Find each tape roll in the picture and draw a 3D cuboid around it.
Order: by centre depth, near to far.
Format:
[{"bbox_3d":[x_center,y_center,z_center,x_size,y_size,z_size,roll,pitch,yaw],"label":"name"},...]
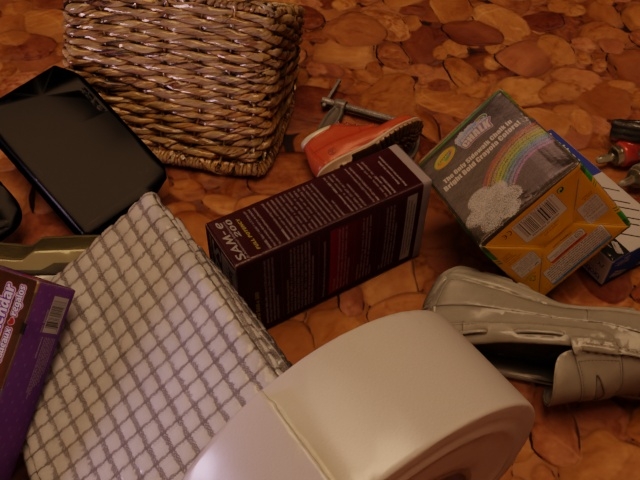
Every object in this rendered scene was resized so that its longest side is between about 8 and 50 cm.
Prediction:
[{"bbox_3d":[0.027,0.188,0.601,0.286,0.286,0.100,-28,56,-22],"label":"tape roll"}]

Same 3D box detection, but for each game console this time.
[{"bbox_3d":[-0.376,-0.041,0.913,0.361,0.044,0.213,-40,80,-21],"label":"game console"}]

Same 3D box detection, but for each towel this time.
[{"bbox_3d":[-0.152,0.132,0.708,0.235,0.121,0.283,-43,56,2],"label":"towel"}]

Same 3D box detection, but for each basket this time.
[{"bbox_3d":[-0.183,-0.230,1.076,0.299,0.223,0.213,9,18,6],"label":"basket"}]

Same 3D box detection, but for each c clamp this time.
[{"bbox_3d":[0.065,-0.160,1.067,0.161,0.022,0.137,22,54,16],"label":"c clamp"}]

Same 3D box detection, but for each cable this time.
[{"bbox_3d":[0.496,-0.120,1.040,0.287,0.072,0.139,-8,32,-23],"label":"cable"}]

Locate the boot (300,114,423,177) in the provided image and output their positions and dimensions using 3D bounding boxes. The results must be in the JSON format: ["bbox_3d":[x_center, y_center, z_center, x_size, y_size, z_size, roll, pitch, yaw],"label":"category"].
[{"bbox_3d":[0.052,-0.132,1.007,0.158,0.059,0.084,-27,57,-10],"label":"boot"}]

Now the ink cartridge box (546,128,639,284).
[{"bbox_3d":[0.312,-0.046,0.961,0.097,0.046,0.207,-23,53,-21],"label":"ink cartridge box"}]

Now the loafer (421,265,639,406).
[{"bbox_3d":[0.253,0.120,0.785,0.320,0.112,0.111,13,55,20],"label":"loafer"}]

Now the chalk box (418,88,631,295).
[{"bbox_3d":[0.211,-0.064,0.878,0.132,0.132,0.213,-42,38,14],"label":"chalk box"}]

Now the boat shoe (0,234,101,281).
[{"bbox_3d":[-0.346,0.055,0.810,0.302,0.103,0.113,-1,12,-3],"label":"boat shoe"}]

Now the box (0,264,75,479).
[{"bbox_3d":[-0.352,0.151,0.670,0.201,0.057,0.293,14,82,18],"label":"box"}]

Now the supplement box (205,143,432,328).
[{"bbox_3d":[0.000,0.000,0.861,0.239,0.130,0.073,-24,54,-21],"label":"supplement box"}]
